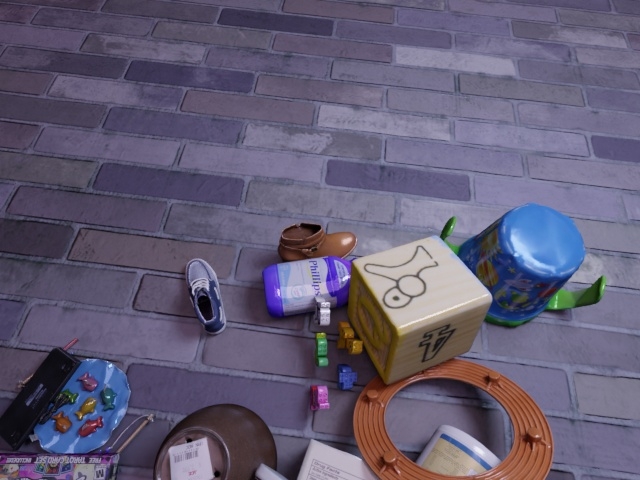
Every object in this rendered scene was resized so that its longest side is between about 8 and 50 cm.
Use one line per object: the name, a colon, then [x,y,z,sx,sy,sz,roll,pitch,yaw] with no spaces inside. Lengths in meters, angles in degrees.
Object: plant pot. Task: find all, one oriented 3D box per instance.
plant pot: [-0.188,0.376,0.691,0.216,0.230,0.215,1,63,-1]

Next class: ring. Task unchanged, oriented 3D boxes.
ring: [0.225,0.314,0.735,0.337,0.032,0.336,-6,24,3]

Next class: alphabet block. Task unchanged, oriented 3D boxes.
alphabet block: [0.182,0.134,0.820,0.197,0.193,0.192,-15,44,-15]

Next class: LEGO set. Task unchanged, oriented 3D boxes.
LEGO set: [0.036,0.228,0.818,0.087,0.093,0.226,3,84,-17]

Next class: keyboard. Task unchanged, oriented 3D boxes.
keyboard: [-0.538,0.309,0.799,0.108,0.023,0.180,21,69,25]

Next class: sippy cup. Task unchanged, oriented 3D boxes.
sippy cup: [0.429,0.043,0.892,0.306,0.224,0.239,-8,63,-6]

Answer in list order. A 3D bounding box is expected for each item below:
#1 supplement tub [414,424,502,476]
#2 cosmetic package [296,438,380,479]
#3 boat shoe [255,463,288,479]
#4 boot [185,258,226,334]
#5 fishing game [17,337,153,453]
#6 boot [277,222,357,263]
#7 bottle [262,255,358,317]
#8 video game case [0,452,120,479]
supplement tub: [0.219,0.448,0.718,0.144,0.144,0.199,37,68,16]
cosmetic package: [0.002,0.511,0.686,0.153,0.129,0.296,19,64,9]
boat shoe: [-0.025,0.431,0.611,0.219,0.077,0.070,37,67,16]
boot: [-0.256,0.109,0.907,0.069,0.086,0.189,-23,66,-13]
fishing game: [-0.478,0.325,0.814,0.264,0.041,0.189,39,67,18]
boot: [0.000,0.000,0.936,0.197,0.152,0.072,-20,65,-12]
bottle: [0.016,0.095,0.921,0.283,0.092,0.118,-8,63,-6]
video game case: [-0.488,0.486,0.716,0.232,0.041,0.210,2,71,-2]
